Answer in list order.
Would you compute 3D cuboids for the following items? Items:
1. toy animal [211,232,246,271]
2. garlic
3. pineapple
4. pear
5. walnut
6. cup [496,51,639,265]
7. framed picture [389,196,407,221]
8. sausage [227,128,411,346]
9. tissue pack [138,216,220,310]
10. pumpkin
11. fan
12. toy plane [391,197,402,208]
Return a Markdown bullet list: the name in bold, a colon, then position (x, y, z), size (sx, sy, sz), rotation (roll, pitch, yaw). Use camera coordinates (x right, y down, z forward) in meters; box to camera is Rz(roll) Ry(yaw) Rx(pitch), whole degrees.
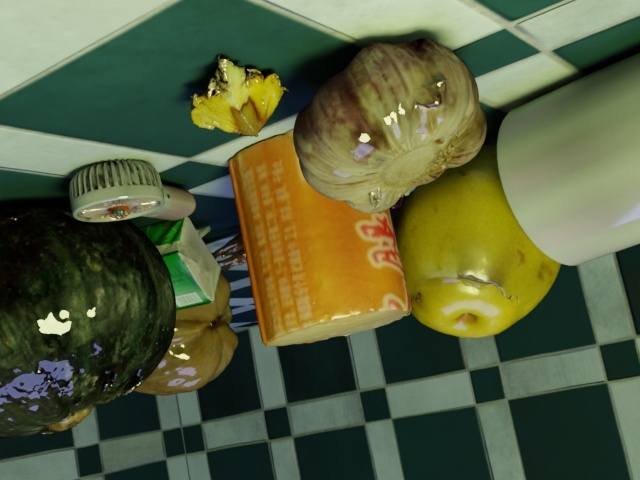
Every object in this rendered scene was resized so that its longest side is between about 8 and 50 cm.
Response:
- **toy animal**: position (-0.124, -0.008, 1.757), size (0.230, 0.066, 0.224), rotation (-26, 173, 9)
- **garlic**: position (0.078, -0.143, 1.020), size (0.245, 0.160, 0.245), rotation (-18, 152, -10)
- **pineapple**: position (-0.097, -0.158, 0.966), size (0.114, 0.077, 0.114), rotation (-16, 156, 6)
- **pear**: position (0.235, -0.010, 1.402), size (0.285, 0.336, 0.284), rotation (-9, 140, -8)
- **walnut**: position (-0.351, 0.176, 1.869), size (0.344, 0.306, 0.306), rotation (-3, 174, 24)
- **cup**: position (0.447, -0.127, 1.194), size (0.253, 0.253, 0.372), rotation (-1, 165, -43)
- **framed picture**: position (0.085, -0.028, 1.866), size (0.255, 0.014, 0.339), rotation (-32, 162, 29)
- **sausage**: position (0.000, 0.000, 1.314), size (0.233, 0.287, 0.233), rotation (-10, 171, -2)
- **tissue pack**: position (-0.314, 0.040, 1.659), size (0.209, 0.156, 0.148), rotation (-13, 134, 19)
- **pumpkin**: position (-0.449, 0.132, 1.381), size (0.455, 0.343, 0.454), rotation (-16, 165, -5)
- **fan**: position (-0.266, -0.061, 1.292), size (0.130, 0.074, 0.244), rotation (-16, 169, 23)
- **toy plane**: position (0.144, -0.116, 1.508), size (0.135, 0.062, 0.188), rotation (-6, 155, -26)
